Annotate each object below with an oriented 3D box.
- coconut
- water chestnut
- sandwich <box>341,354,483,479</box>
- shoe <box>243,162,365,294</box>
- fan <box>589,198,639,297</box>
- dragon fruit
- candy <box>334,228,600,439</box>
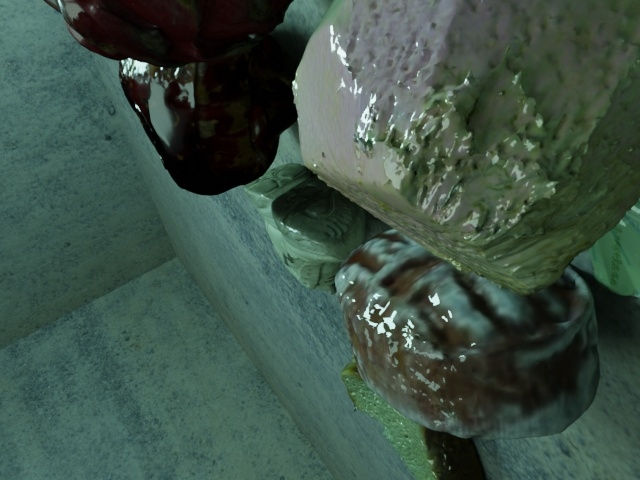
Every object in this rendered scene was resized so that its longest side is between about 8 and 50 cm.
[{"bbox_3d":[0.120,-0.108,0.398,0.233,0.245,0.233,33,180,0],"label":"coconut"},{"bbox_3d":[-0.149,-0.214,0.971,0.289,0.244,0.289,57,170,16],"label":"water chestnut"},{"bbox_3d":[0.164,0.328,1.166,0.254,0.099,0.288,17,134,56],"label":"sandwich"},{"bbox_3d":[0.000,0.000,1.083,0.210,0.132,0.342,64,166,-24],"label":"shoe"},{"bbox_3d":[0.253,-0.031,0.520,0.131,0.009,0.240,41,153,41],"label":"fan"},{"bbox_3d":[-0.153,-0.330,0.677,0.329,0.329,0.329,51,160,27],"label":"dragon fruit"},{"bbox_3d":[0.135,0.074,0.664,0.289,0.214,0.157,30,139,57],"label":"candy"}]
